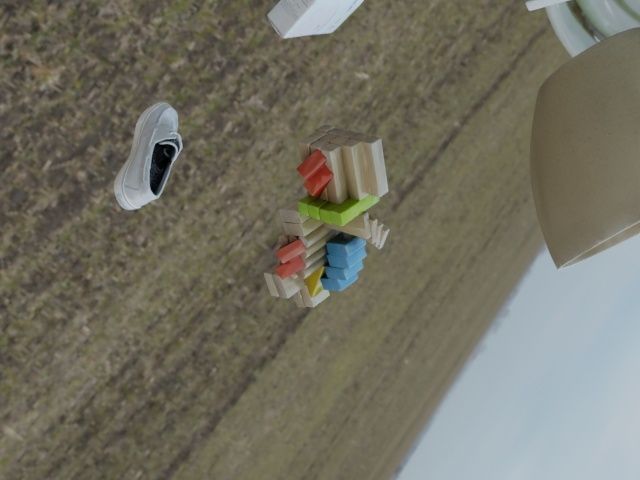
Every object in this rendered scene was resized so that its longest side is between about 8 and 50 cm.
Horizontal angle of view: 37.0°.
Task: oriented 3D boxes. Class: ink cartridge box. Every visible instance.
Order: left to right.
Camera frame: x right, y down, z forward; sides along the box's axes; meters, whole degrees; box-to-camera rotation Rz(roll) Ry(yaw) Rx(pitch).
[{"bbox_3d":[0.039,-0.434,1.587,0.232,0.066,0.189,-36,175,30],"label":"ink cartridge box"}]

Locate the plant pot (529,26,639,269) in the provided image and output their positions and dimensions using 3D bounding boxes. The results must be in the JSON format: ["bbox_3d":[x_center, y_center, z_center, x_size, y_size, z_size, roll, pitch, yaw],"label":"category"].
[{"bbox_3d":[0.342,-0.117,1.041,0.284,0.191,0.284,-25,170,-5],"label":"plant pot"}]

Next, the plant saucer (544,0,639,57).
[{"bbox_3d":[0.485,-0.348,1.206,0.101,0.400,0.400,-60,173,-38],"label":"plant saucer"}]

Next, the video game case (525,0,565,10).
[{"bbox_3d":[0.231,-0.249,0.829,0.011,0.087,0.122,54,45,-33],"label":"video game case"}]

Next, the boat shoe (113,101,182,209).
[{"bbox_3d":[-0.214,-0.118,1.256,0.066,0.063,0.184,61,32,-34],"label":"boat shoe"}]

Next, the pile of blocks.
[{"bbox_3d":[0.000,0.000,1.389,0.112,0.149,0.362,-35,152,-36],"label":"pile of blocks"}]
